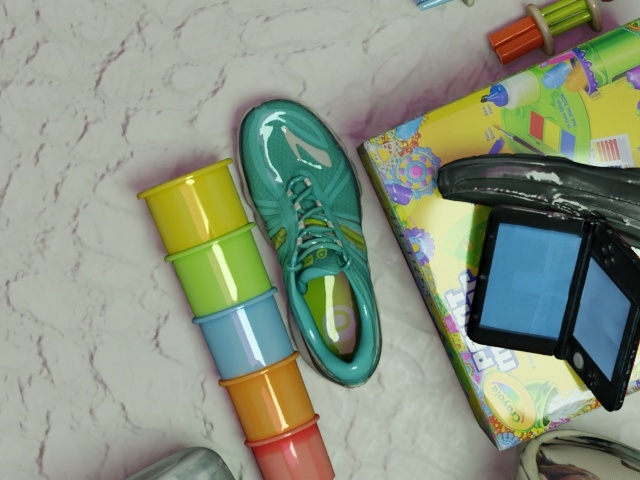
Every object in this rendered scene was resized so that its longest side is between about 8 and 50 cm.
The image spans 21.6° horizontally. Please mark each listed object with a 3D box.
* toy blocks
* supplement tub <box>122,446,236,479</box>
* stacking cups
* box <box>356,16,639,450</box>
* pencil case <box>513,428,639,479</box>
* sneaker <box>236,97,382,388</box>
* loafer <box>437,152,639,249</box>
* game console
[{"bbox_3d":[0.169,-0.218,1.548,0.148,0.054,0.123,-24,91,0],"label":"toy blocks"},{"bbox_3d":[-0.102,0.370,1.482,0.207,0.207,0.338,-30,91,0],"label":"supplement tub"},{"bbox_3d":[-0.067,0.086,1.530,0.096,0.096,0.316,-22,91,0],"label":"stacking cups"},{"bbox_3d":[0.216,-0.010,1.493,0.279,0.177,0.290,-23,92,0],"label":"box"},{"bbox_3d":[0.215,0.380,1.463,0.183,0.160,0.410,20,110,19],"label":"pencil case"},{"bbox_3d":[0.000,0.000,1.523,0.107,0.110,0.275,-19,91,0],"label":"sneaker"},{"bbox_3d":[0.204,-0.025,1.366,0.223,0.076,0.078,7,85,-4],"label":"loafer"},{"bbox_3d":[0.189,0.056,1.337,0.085,0.124,0.144,-10,130,-21],"label":"game console"}]
